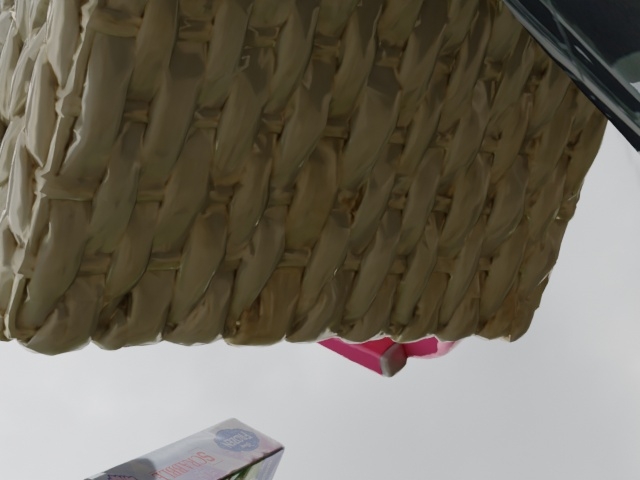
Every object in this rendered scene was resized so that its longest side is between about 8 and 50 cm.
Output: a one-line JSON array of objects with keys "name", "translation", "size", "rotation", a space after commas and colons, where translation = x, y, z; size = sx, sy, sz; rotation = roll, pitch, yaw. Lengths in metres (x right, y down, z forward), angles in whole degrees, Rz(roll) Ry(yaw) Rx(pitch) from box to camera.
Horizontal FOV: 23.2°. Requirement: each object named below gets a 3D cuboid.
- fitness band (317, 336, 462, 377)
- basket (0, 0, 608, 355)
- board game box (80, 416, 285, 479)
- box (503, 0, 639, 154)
[{"name": "fitness band", "translation": [0.000, 0.000, 1.267], "size": [0.054, 0.291, 0.209], "rotation": [-41, -42, -29]}, {"name": "basket", "translation": [-0.032, -0.148, 0.716], "size": [0.328, 0.266, 0.331], "rotation": [2, -65, -40]}, {"name": "board game box", "translation": [-0.166, 0.327, 1.333], "size": [0.318, 0.066, 0.318], "rotation": [-68, -16, 11]}, {"name": "box", "translation": [0.219, -0.189, 0.349], "size": [0.472, 0.480, 0.297], "rotation": [41, -101, -28]}]
